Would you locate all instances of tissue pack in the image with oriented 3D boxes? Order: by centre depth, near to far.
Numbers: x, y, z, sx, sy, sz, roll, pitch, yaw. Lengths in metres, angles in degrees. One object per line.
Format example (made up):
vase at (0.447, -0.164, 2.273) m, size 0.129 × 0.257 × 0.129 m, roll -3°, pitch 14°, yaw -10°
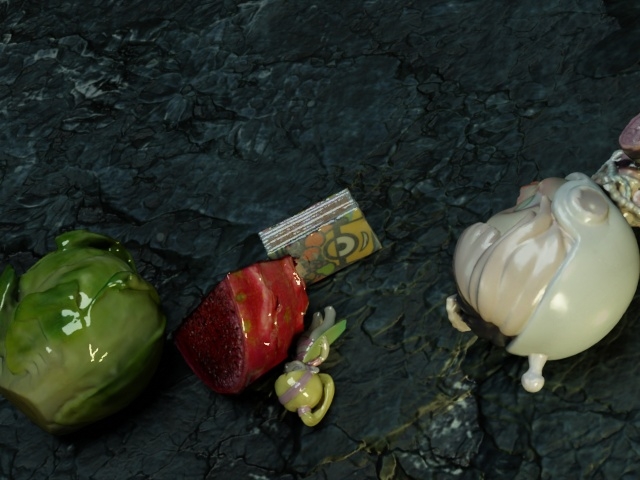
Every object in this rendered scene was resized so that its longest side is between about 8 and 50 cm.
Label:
tissue pack at (0.000, 0.000, 2.204) m, size 0.148 × 0.108 × 0.060 m, roll -27°, pitch 49°, yaw 5°

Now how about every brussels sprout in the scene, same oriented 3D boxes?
brussels sprout at (-0.345, 0.124, 2.201) m, size 0.259 × 0.227 × 0.294 m, roll 10°, pitch 66°, yaw 49°

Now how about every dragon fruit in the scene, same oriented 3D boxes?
dragon fruit at (-0.103, 0.122, 2.118) m, size 0.261 × 0.163 × 0.189 m, roll 141°, pitch 132°, yaw -58°

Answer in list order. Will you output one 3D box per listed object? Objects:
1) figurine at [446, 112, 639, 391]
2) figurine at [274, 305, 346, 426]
figurine at (0.335, 0.003, 1.952) m, size 0.361 × 0.253 × 0.211 m, roll -35°, pitch 63°, yaw -13°
figurine at (-0.009, 0.168, 2.111) m, size 0.083 × 0.083 × 0.187 m, roll -6°, pitch 39°, yaw 22°
